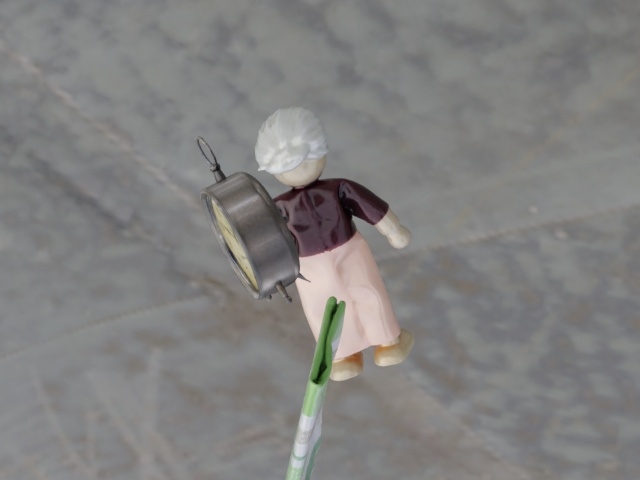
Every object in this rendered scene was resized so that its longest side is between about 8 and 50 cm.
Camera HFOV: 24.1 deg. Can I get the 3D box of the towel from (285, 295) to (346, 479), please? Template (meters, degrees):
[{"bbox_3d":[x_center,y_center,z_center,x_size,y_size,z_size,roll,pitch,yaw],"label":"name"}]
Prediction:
[{"bbox_3d":[-0.004,0.133,1.144,0.023,0.113,0.152,12,126,0],"label":"towel"}]

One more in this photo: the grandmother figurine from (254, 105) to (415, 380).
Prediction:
[{"bbox_3d":[0.000,0.000,1.819,0.207,0.104,0.342,-20,112,-7],"label":"grandmother figurine"}]

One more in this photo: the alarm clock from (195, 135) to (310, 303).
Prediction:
[{"bbox_3d":[-0.079,-0.024,1.549,0.192,0.064,0.129,60,168,-7],"label":"alarm clock"}]
